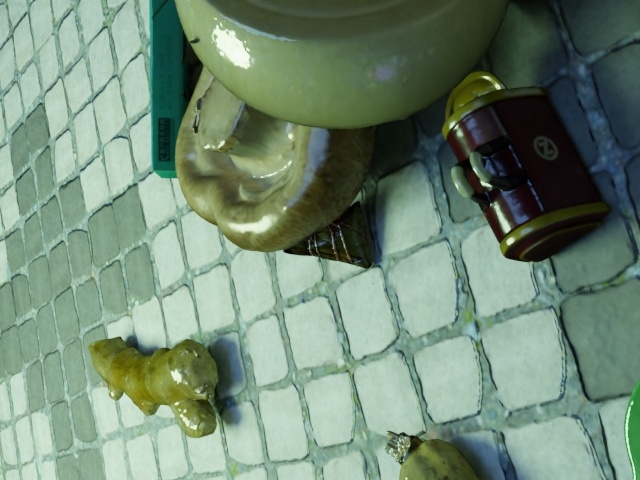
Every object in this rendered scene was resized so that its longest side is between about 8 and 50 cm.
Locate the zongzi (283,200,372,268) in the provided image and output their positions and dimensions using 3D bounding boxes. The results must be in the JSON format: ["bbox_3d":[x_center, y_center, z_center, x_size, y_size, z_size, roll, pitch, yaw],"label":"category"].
[{"bbox_3d":[0.000,0.000,0.789,0.083,0.073,0.067,5,113,49],"label":"zongzi"}]

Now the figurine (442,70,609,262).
[{"bbox_3d":[0.136,-0.060,0.618,0.082,0.098,0.154,-42,63,44],"label":"figurine"}]

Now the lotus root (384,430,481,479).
[{"bbox_3d":[0.105,0.219,0.686,0.152,0.063,0.072,49,135,31],"label":"lotus root"}]

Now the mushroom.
[{"bbox_3d":[-0.047,-0.112,0.776,0.278,0.146,0.278,-13,72,47],"label":"mushroom"}]

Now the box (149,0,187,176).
[{"bbox_3d":[-0.178,-0.190,0.948,0.161,0.042,0.226,-168,78,-81],"label":"box"}]

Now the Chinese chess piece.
[{"bbox_3d":[0.016,-0.213,0.633,0.273,0.273,0.102,60,172,28],"label":"Chinese chess piece"}]

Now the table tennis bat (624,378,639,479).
[{"bbox_3d":[0.254,0.164,0.540,0.257,0.039,0.160,-53,52,32],"label":"table tennis bat"}]

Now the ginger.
[{"bbox_3d":[-0.222,0.172,1.047,0.299,0.065,0.118,5,91,51],"label":"ginger"}]
